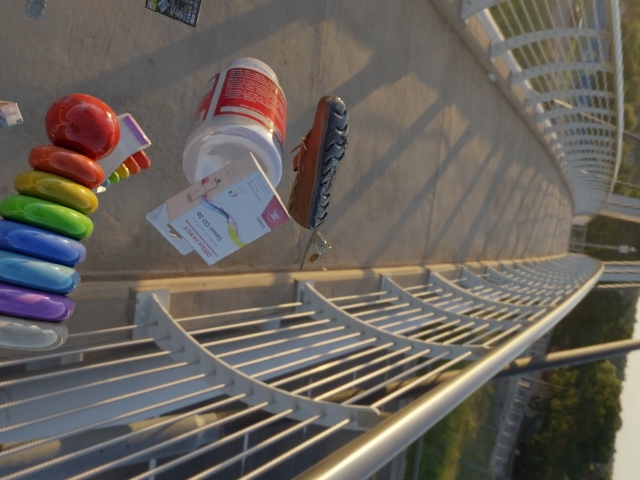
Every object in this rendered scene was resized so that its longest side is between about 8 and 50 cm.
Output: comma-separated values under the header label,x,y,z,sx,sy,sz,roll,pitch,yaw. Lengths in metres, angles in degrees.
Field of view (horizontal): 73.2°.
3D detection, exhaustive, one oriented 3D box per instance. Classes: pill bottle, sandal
label,x,y,z,sx,sy,sz,roll,pitch,yaw
pill bottle,-0.202,-0.298,1.103,0.407,0.229,0.229,-91,158,-44
sandal,0.000,0.002,1.409,0.088,0.079,0.240,-95,-159,-75

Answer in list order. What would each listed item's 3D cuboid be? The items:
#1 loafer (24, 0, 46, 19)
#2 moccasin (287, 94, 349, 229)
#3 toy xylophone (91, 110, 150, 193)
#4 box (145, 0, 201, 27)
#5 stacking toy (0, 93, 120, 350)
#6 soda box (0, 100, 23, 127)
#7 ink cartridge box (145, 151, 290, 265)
label,x,y,z,sx,sy,sz,roll,pitch,yaw
loafer,-0.656,-0.581,1.005,0.125,0.039,0.045,-52,162,14
moccasin,-0.020,-0.215,1.193,0.139,0.147,0.380,-37,150,-43
toy xylophone,-0.677,-0.283,1.331,0.236,0.323,0.081,62,32,-14
box,-0.589,-1.052,1.774,0.216,0.270,0.060,15,50,-19
stacking toy,-0.352,-0.037,0.554,0.141,0.141,0.330,29,70,-52
soda box,-0.999,-0.389,1.306,0.058,0.183,0.063,-53,150,-51
ink cartridge box,-0.164,-0.038,0.697,0.198,0.067,0.115,-30,134,1
